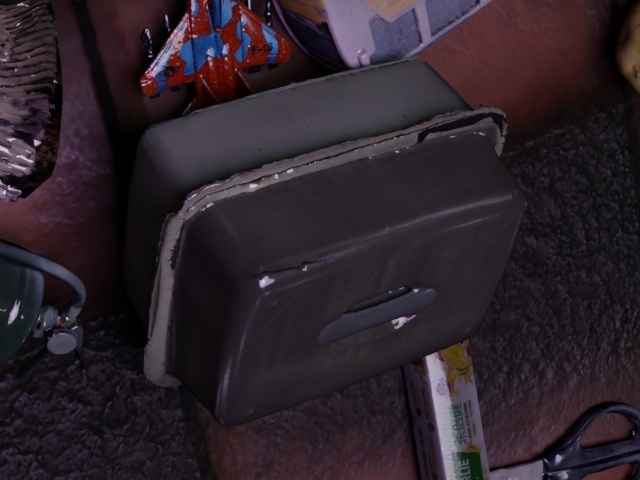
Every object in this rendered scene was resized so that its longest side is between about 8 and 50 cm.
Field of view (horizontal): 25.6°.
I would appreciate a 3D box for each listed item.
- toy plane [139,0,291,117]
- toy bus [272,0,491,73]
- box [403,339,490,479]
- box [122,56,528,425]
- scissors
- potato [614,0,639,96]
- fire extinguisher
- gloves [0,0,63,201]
[{"bbox_3d":[-0.085,-0.174,1.051,0.130,0.061,0.189,-17,106,-26],"label":"toy plane"},{"bbox_3d":[0.112,-0.260,1.124,0.342,0.097,0.138,-38,135,-19],"label":"toy bus"},{"bbox_3d":[0.114,0.168,1.254,0.050,0.041,0.207,-17,104,-29],"label":"box"},{"bbox_3d":[0.000,0.000,1.045,0.290,0.166,0.221,-18,143,-27],"label":"box"},{"bbox_3d":[0.198,0.226,1.345,0.300,0.022,0.109,-8,102,-29],"label":"scissors"},{"bbox_3d":[0.320,-0.189,1.288,0.138,0.070,0.092,-40,121,-16],"label":"potato"},{"bbox_3d":[-0.269,0.028,0.965,0.294,0.093,0.118,23,122,-33],"label":"fire extinguisher"},{"bbox_3d":[-0.301,-0.119,0.857,0.312,0.135,0.210,25,54,-32],"label":"gloves"}]
